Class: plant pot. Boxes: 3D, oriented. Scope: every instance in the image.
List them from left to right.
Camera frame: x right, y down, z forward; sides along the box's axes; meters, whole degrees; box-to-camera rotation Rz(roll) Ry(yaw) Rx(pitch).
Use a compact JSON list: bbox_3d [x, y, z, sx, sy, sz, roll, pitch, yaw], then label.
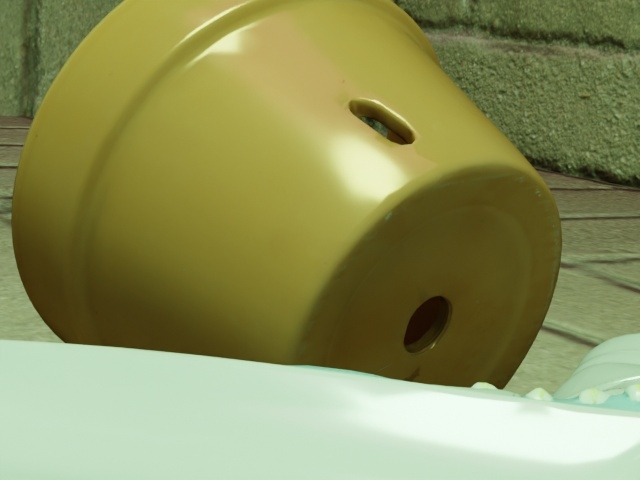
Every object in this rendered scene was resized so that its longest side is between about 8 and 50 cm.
[{"bbox_3d":[0.000,0.000,0.726,0.290,0.291,0.203,-4,29,-42],"label":"plant pot"}]

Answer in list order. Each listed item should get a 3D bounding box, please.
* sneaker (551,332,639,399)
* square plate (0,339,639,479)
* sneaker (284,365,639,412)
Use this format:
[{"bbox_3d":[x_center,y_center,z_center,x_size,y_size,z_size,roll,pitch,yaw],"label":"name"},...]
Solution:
[{"bbox_3d":[0.224,0.132,0.579,0.305,0.114,0.152,8,23,42],"label":"sneaker"},{"bbox_3d":[-0.096,0.061,0.269,0.347,0.049,0.344,3,1,18],"label":"square plate"},{"bbox_3d":[0.118,0.090,0.476,0.319,0.127,0.208,19,39,23],"label":"sneaker"}]
